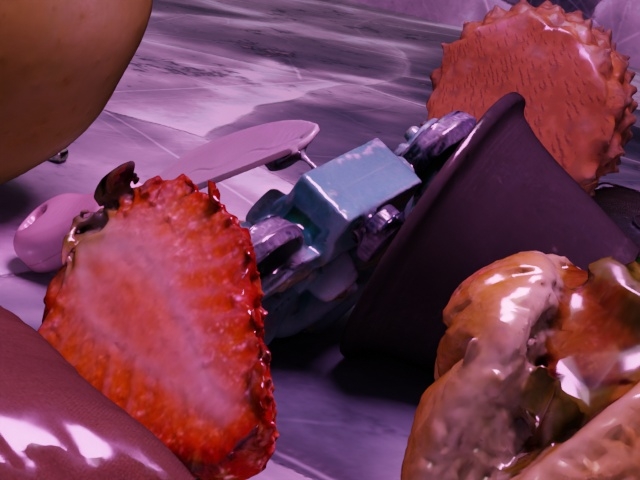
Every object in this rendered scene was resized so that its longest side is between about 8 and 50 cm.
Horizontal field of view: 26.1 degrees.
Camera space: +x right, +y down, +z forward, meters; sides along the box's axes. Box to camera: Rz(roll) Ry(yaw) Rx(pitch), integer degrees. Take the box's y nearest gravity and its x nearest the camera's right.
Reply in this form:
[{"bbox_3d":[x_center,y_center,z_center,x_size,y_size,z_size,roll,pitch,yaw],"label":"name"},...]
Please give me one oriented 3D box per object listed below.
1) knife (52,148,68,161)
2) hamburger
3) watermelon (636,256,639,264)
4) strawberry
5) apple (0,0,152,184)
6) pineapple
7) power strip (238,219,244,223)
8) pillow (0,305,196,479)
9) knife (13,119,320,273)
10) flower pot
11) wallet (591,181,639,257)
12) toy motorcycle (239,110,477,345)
[{"bbox_3d":[-0.380,-0.134,1.540,0.293,0.019,0.043,22,17,34],"label":"knife"},{"bbox_3d":[0.133,0.104,0.694,0.162,0.209,0.330,16,18,19],"label":"hamburger"},{"bbox_3d":[0.364,0.057,1.332,0.181,0.075,0.092,7,-28,-16],"label":"watermelon"},{"bbox_3d":[-0.085,0.069,0.837,0.107,0.175,0.236,37,29,-46],"label":"strawberry"},{"bbox_3d":[-0.381,-0.236,1.152,0.474,0.473,0.473,10,16,-3],"label":"apple"},{"bbox_3d":[0.240,-0.136,1.479,0.223,0.223,0.357,15,7,15],"label":"pineapple"},{"bbox_3d":[-0.026,0.016,1.226,0.178,0.028,0.049,16,16,20],"label":"power strip"},{"bbox_3d":[-0.258,0.090,0.665,0.308,0.108,0.305,-2,19,-36],"label":"pillow"},{"bbox_3d":[-0.111,-0.039,1.026,0.336,0.043,0.081,-17,30,40],"label":"knife"},{"bbox_3d":[0.137,0.026,1.019,0.148,0.235,0.235,35,20,9],"label":"flower pot"},{"bbox_3d":[0.321,-0.013,1.528,0.172,0.045,0.318,18,18,30],"label":"wallet"},{"bbox_3d":[-0.001,0.001,1.040,0.109,0.198,0.296,45,41,14],"label":"toy motorcycle"}]
